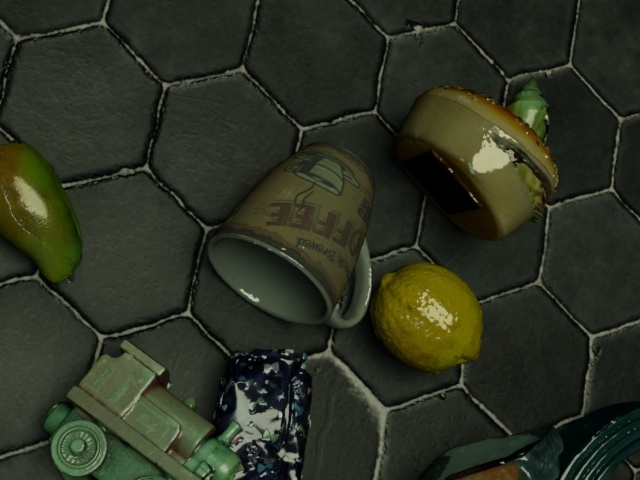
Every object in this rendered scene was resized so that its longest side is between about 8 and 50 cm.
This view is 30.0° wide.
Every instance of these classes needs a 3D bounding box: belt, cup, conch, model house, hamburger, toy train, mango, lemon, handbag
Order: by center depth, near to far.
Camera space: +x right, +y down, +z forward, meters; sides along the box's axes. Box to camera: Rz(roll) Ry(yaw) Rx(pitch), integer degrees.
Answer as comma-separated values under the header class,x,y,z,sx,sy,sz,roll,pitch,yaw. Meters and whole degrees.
class,x,y,z,sx,sy,sz,roll,pitch,yaw
toy train,-0.259,0.310,1.789,0.304,0.150,0.221,36,70,10
mango,-0.447,-0.041,1.846,0.125,0.111,0.232,-22,99,-10
handbag,-0.093,0.301,1.897,0.162,0.113,0.260,8,79,-7
model house,0.306,0.469,1.920,0.184,0.253,0.291,-16,82,-56
cup,0.000,0.000,1.957,0.301,0.227,0.257,50,60,-28
lemon,0.177,0.130,2.004,0.193,0.180,0.180,19,72,-19
hamburger,0.269,-0.139,2.043,0.300,0.300,0.176,45,80,-6
belt,0.535,0.447,2.064,0.437,0.173,0.300,-30,88,-23
conch,0.380,-0.208,2.208,0.095,0.079,0.200,7,93,-32
